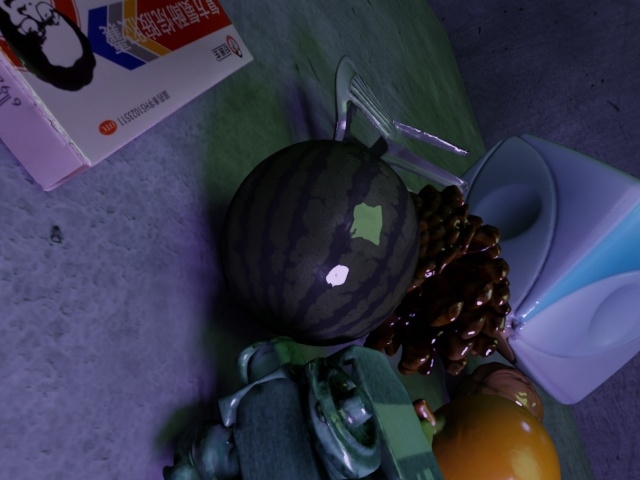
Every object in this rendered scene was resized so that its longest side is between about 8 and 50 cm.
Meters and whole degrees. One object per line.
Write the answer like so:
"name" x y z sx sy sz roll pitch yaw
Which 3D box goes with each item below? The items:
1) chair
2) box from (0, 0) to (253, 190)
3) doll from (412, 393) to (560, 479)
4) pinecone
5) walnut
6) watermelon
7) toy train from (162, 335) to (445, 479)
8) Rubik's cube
"chair" 0.104 -0.151 0.897 0.275 0.190 0.203 30 36 -9
"box" -0.202 -0.216 0.510 0.214 0.069 0.353 57 30 -20
"doll" 0.204 0.294 0.737 0.236 0.213 0.213 47 31 -10
"pinecone" 0.136 0.069 0.728 0.264 0.264 0.264 41 37 -41
"walnut" 0.335 0.320 0.999 0.184 0.155 0.155 57 29 -19
"watermelon" 0.000 0.000 0.554 0.212 0.212 0.212 41 37 -41
"toy train" 0.015 0.228 0.445 0.238 0.167 0.299 32 33 -57
"Rubik's cube" 0.422 0.049 1.025 0.352 0.351 0.347 47 0 -35
